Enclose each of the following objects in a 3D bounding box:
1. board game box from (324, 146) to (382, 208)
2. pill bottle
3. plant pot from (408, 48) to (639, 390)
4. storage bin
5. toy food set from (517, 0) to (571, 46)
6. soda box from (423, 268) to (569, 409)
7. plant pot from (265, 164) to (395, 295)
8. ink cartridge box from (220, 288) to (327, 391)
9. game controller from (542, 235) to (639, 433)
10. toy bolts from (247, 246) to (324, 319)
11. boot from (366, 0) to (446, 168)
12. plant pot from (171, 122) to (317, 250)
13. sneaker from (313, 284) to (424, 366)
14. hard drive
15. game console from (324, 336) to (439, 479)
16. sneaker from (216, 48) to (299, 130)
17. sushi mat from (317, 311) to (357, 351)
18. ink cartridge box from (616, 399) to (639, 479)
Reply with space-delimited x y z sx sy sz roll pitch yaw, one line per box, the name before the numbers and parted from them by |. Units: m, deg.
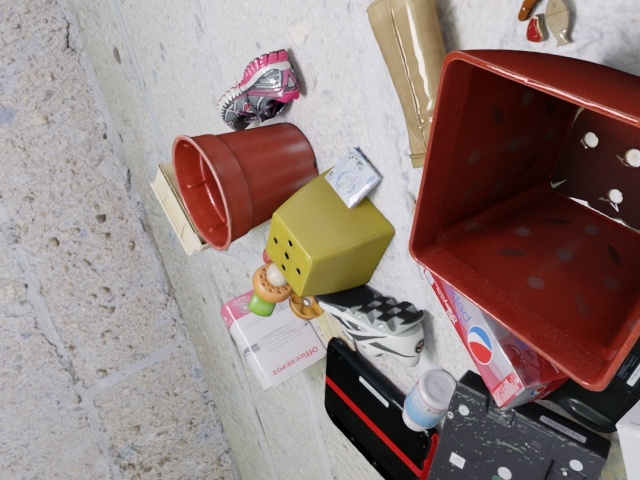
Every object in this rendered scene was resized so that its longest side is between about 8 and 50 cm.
board game box | 0.066 -0.128 1.020 0.090 0.020 0.090 -45 68 24
pill bottle | 0.233 0.353 1.081 0.087 0.087 0.160 49 146 27
plant pot | 0.289 -0.059 0.543 0.267 0.235 0.268 40 142 37
storage bin | -0.295 -0.119 1.404 0.261 0.262 0.123 60 147 9
toy food set | 0.271 -0.302 0.615 0.078 0.019 0.122 19 134 52
soda box | 0.268 0.121 0.784 0.084 0.092 0.263 106 149 -49
plant pot | 0.000 0.000 1.095 0.212 0.187 0.212 51 148 23
ink cartridge box | -0.146 0.283 1.511 0.283 0.207 0.117 58 150 13
game controller | 0.400 0.146 0.707 0.166 0.067 0.319 27 135 27
toy bolts | -0.060 0.072 1.257 0.158 0.218 0.229 128 154 -47
boot | 0.176 -0.249 0.734 0.236 0.089 0.270 0 110 57
plant pot | -0.168 -0.150 1.174 0.272 0.265 0.273 37 141 39
sneaker | 0.098 0.193 1.143 0.330 0.122 0.146 22 127 51
hard drive | 0.309 0.419 0.849 0.236 0.064 0.339 23 115 32
game console | 0.148 0.480 1.342 0.386 0.060 0.342 37 138 37
sneaker | -0.153 -0.324 1.171 0.299 0.120 0.112 -22 94 60
sushi mat | 0.001 0.161 1.379 0.151 0.019 0.317 -16 97 59
ink cartridge box | 0.434 0.224 0.544 0.093 0.212 0.155 4 115 61
